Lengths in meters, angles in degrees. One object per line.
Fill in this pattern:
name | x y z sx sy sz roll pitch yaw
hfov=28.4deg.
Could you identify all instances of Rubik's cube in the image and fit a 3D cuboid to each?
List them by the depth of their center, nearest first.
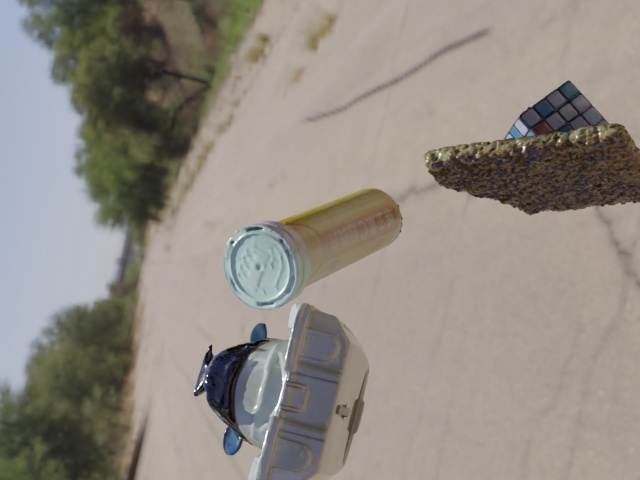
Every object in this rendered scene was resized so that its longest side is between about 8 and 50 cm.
Rubik's cube | 0.300 -0.129 1.605 0.092 0.092 0.092 -35 -12 -19

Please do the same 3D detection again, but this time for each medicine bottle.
medicine bottle | 0.000 0.000 1.132 0.218 0.074 0.074 -24 -46 -59

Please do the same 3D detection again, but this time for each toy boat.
toy boat | -0.029 0.122 0.969 0.269 0.140 0.141 136 146 -80

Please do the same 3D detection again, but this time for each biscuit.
biscuit | 0.238 -0.069 1.377 0.131 0.237 0.026 46 -132 -44
